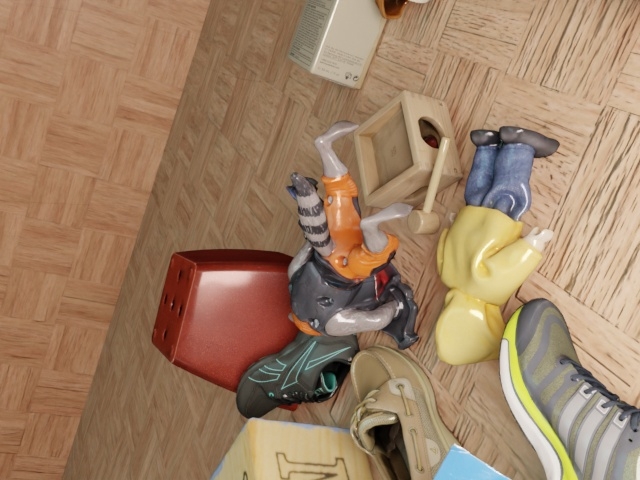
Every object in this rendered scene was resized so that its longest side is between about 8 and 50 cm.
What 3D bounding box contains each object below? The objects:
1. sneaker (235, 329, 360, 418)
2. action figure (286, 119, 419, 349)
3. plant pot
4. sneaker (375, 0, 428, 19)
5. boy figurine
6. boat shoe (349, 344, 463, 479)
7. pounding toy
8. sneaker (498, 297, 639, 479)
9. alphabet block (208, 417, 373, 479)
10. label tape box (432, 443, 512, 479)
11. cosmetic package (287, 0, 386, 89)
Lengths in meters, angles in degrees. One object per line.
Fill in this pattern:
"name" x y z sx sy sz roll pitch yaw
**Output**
"sneaker" -0.040 0.224 1.214 0.267 0.101 0.106 -45 51 23
"action figure" 0.000 0.000 1.058 0.341 0.179 0.330 49 143 36
"plant pot" -0.169 0.143 1.398 0.267 0.236 0.267 14 91 65
"sneaker" 0.179 -0.451 1.165 0.290 0.106 0.123 -35 65 58
"boy figurine" 0.203 0.010 0.874 0.177 0.092 0.285 3 81 64
"boat shoe" 0.093 0.237 0.976 0.109 0.098 0.302 -65 28 22
"pounding toy" 0.148 -0.099 1.048 0.181 0.094 0.206 -34 57 48
"sneaker" 0.262 0.175 0.681 0.121 0.111 0.299 -43 46 34
"alphabet block" -0.039 0.395 1.060 0.192 0.194 0.197 -61 30 33
"label tape box" 0.171 0.362 0.548 0.348 0.115 0.249 34 114 24
"cosmetic package" 0.056 -0.455 1.376 0.309 0.113 0.160 -67 27 17
